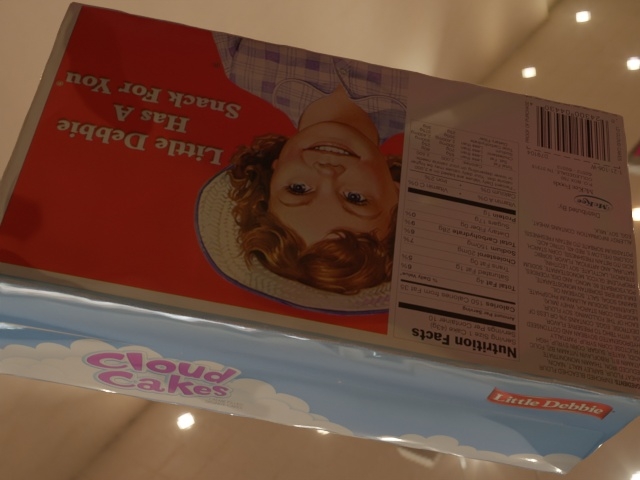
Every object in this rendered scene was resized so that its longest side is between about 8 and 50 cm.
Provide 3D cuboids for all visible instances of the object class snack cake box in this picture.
[{"bbox_3d":[0.000,0.000,0.431,0.264,0.089,0.152,11,-123,-5],"label":"snack cake box"}]
